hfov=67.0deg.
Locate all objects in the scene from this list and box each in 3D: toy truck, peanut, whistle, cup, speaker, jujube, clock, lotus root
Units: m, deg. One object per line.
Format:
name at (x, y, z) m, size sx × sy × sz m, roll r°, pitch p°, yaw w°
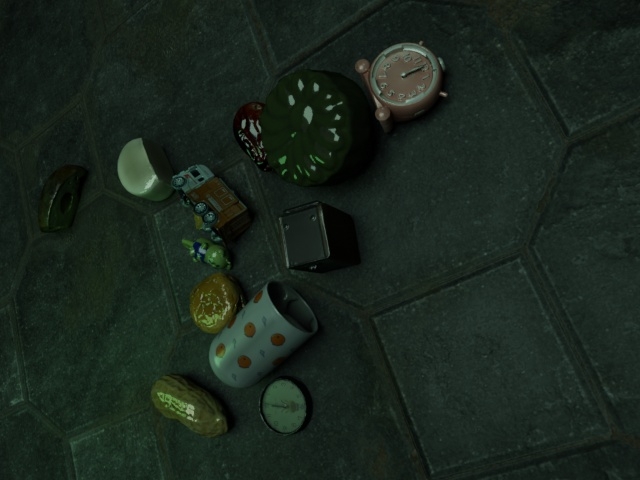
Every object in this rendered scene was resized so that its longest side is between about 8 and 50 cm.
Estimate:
toy truck at (-0.383, -0.138, 1.707) m, size 0.162 × 0.136 × 0.305 m, roll -37°, pitch 65°, yaw -16°
peanut at (-0.447, 0.566, 1.651) m, size 0.325 × 0.140 × 0.153 m, roll 25°, pitch 113°, yaw 23°
whistle at (-0.408, 0.042, 1.724) m, size 0.228 × 0.105 × 0.085 m, roll 19°, pitch 56°, yaw 25°
cup at (-0.193, 0.306, 1.516) m, size 0.317 × 0.212 × 0.212 m, roll -44°, pitch 67°, yaw 16°
speaker at (0.000, 0.000, 1.451) m, size 0.153 × 0.231 × 0.192 m, roll -16°, pitch 77°, yaw 24°
jujube at (-0.206, -0.353, 1.649) m, size 0.168 × 0.168 × 0.236 m, roll -24°, pitch 76°, yaw 22°
clock at (-0.114, 0.527, 1.541) m, size 0.185 × 0.040 × 0.184 m, roll -4°, pitch 81°, yaw 26°
clock at (0.257, -0.471, 1.452) m, size 0.241 × 0.142 × 0.227 m, roll -24°, pitch 76°, yaw 12°
lotus root at (-1.156, -0.188, 2.109) m, size 0.210 × 0.142 × 0.313 m, roll 3°, pitch 83°, yaw 28°

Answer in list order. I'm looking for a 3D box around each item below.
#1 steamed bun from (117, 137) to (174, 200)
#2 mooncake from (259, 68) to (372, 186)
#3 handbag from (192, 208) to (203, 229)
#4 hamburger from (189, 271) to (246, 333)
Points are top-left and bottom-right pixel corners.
steamed bun at (-0.681, -0.262, 1.876) m, size 0.164 × 0.146 × 0.241 m, roll -32°, pitch 70°, yaw 15°
mooncake at (-0.019, -0.336, 1.472) m, size 0.357 × 0.194 × 0.356 m, roll 14°, pitch 112°, yaw 37°
handbag at (-0.443, -0.087, 1.800) m, size 0.061 × 0.027 × 0.083 m, roll -16°, pitch 77°, yaw 24°
hamburger at (-0.351, 0.220, 1.671) m, size 0.214 × 0.108 × 0.213 m, roll -7°, pitch 75°, yaw 29°
